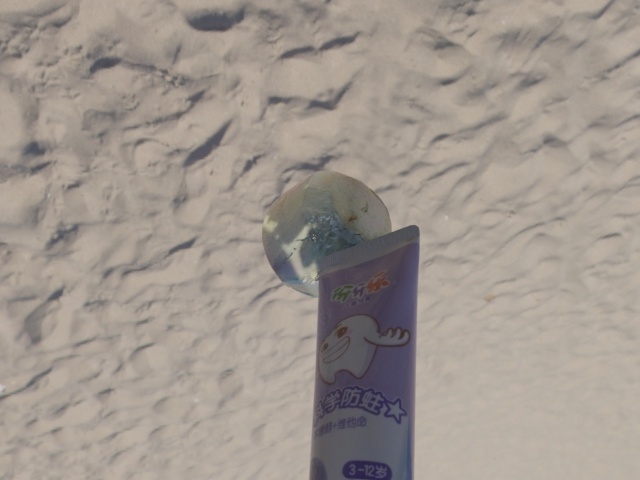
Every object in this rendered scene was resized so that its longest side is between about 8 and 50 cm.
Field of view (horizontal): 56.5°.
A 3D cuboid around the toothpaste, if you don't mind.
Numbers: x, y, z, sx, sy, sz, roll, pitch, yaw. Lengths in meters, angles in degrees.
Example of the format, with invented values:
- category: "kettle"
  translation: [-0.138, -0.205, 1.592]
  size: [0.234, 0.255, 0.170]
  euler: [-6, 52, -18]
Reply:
- category: "toothpaste"
  translation: [0.039, 0.140, 0.534]
  size: [0.125, 0.371, 0.080]
  euler: [-21, 130, 27]

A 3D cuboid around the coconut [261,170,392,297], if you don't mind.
- category: "coconut"
  translation: [0.000, 0.000, 0.819]
  size: [0.171, 0.170, 0.183]
  euler: [17, 143, -34]
